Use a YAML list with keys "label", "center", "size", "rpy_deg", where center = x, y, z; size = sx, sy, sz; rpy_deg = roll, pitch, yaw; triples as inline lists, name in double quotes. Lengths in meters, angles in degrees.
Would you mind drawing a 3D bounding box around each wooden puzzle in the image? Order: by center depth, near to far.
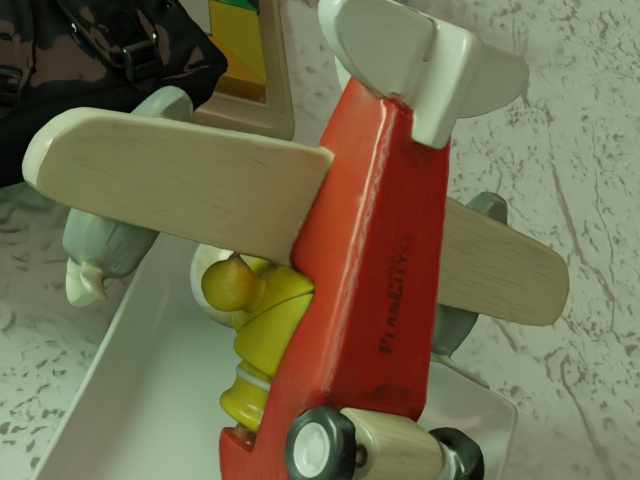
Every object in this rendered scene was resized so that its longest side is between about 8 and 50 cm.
- label: "wooden puzzle"
  center: [-0.130, -0.203, 1.483]
  size: [0.221, 0.044, 0.239]
  rpy_deg: [13, 50, -22]

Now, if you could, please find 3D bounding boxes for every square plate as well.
- label: "square plate"
  center: [-0.031, 0.183, 1.225]
  size: [0.347, 0.049, 0.344]
  rpy_deg: [29, 46, -7]

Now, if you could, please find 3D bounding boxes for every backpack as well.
- label: "backpack"
  center: [-0.282, -0.216, 1.282]
  size: [0.290, 0.273, 0.355]
  rpy_deg: [-19, 79, -26]

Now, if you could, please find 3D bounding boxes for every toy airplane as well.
- label: "toy airplane"
  center: [0.000, 0.000, 1.168]
  size: [0.384, 0.272, 0.386]
  rpy_deg: [-41, 114, -32]
